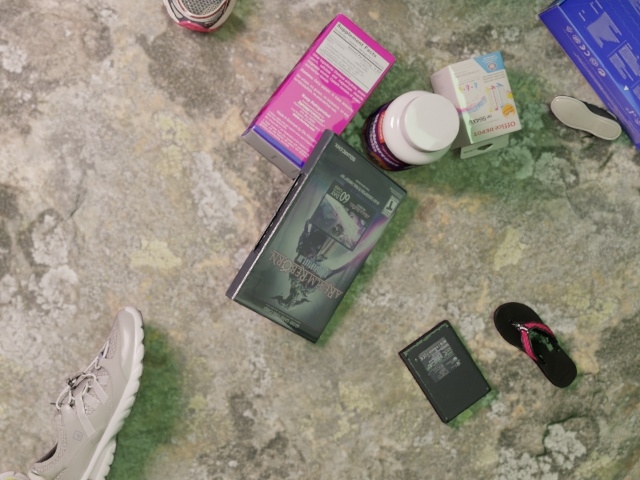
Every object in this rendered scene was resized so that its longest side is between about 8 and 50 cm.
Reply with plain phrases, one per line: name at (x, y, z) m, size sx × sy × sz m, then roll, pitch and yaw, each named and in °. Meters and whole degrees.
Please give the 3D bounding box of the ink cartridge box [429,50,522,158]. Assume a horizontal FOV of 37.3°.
ink cartridge box at (0.242, -0.206, 1.468) m, size 0.092 × 0.090 × 0.143 m, roll -18°, pitch 93°, yaw -12°

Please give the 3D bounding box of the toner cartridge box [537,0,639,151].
toner cartridge box at (0.526, -0.285, 1.539) m, size 0.165 × 0.075 × 0.348 m, roll -40°, pitch 98°, yaw -11°

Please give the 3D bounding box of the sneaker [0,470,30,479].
sneaker at (-0.377, 0.407, 1.326) m, size 0.208 × 0.094 × 0.081 m, roll 34°, pitch 81°, yaw -11°

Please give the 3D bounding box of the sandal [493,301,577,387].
sandal at (0.350, 0.164, 1.514) m, size 0.179 × 0.040 × 0.067 m, roll 45°, pitch 81°, yaw -9°

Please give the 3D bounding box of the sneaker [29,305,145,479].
sneaker at (-0.323, 0.223, 1.333) m, size 0.115 × 0.105 × 0.281 m, roll 19°, pitch 86°, yaw -12°

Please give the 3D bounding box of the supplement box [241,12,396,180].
supplement box at (-0.004, -0.210, 1.403) m, size 0.114 × 0.111 × 0.220 m, roll 39°, pitch 81°, yaw -10°

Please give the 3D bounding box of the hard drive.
hard drive at (0.196, 0.206, 1.489) m, size 0.094 × 0.022 × 0.135 m, roll -34°, pitch 96°, yaw -11°

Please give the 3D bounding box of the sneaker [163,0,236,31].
sneaker at (-0.156, -0.451, 1.373) m, size 0.121 × 0.112 × 0.299 m, roll 13°, pitch 87°, yaw -12°

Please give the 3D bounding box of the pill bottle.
pill bottle at (0.133, -0.161, 1.391) m, size 0.108 × 0.193 × 0.108 m, roll 0°, pitch 89°, yaw -12°

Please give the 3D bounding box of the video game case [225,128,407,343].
video game case at (0.000, 0.000, 1.386) m, size 0.196 × 0.026 × 0.274 m, roll 34°, pitch 86°, yaw -45°

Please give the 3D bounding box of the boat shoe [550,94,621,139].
boat shoe at (0.430, -0.205, 1.537) m, size 0.125 × 0.038 × 0.046 m, roll 21°, pitch 127°, yaw -6°
